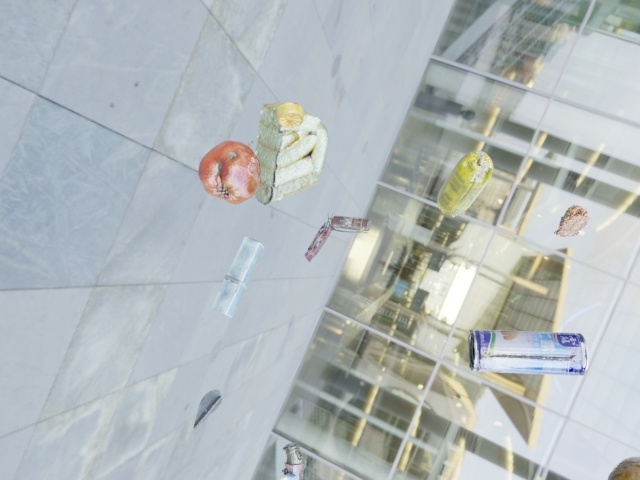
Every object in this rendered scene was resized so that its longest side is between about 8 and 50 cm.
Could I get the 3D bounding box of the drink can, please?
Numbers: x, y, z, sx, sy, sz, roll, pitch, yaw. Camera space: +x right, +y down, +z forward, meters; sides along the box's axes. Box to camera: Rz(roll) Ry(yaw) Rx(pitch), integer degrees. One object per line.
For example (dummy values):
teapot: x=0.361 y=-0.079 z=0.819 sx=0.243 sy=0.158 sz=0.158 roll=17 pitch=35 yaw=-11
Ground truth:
drink can: x=0.455 y=0.249 z=1.058 sx=0.097 sy=0.235 sz=0.097 roll=-1 pitch=90 yaw=-80

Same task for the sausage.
sausage: x=0.501 y=-0.192 z=1.664 sx=0.123 sy=0.123 sz=0.347 roll=-61 pitch=174 yaw=-26

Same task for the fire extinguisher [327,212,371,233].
fire extinguisher: x=0.092 y=-0.058 z=1.597 sx=0.043 sy=0.158 sz=0.064 roll=22 pitch=77 yaw=-63

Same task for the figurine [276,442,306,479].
figurine: x=-0.070 y=0.638 z=1.237 sx=0.114 sy=0.108 sz=0.196 roll=83 pitch=-6 yaw=-75

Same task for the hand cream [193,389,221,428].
hand cream: x=-0.361 y=0.534 z=1.537 sx=0.120 sy=0.061 sz=0.270 roll=-48 pitch=179 yaw=-16

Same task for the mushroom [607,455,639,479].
mushroom: x=0.647 y=0.620 z=0.992 sx=0.345 sy=0.259 sz=0.346 roll=0 pitch=89 yaw=-39

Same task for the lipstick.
lipstick: x=-0.294 y=0.129 z=1.710 sx=0.290 sy=0.076 sz=0.077 roll=-65 pitch=163 yaw=-13

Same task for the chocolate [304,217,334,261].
chocolate: x=0.000 y=0.000 z=1.777 sx=0.183 sy=0.028 sz=0.086 roll=-56 pitch=155 yaw=-14

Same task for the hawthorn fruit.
hawthorn fruit: x=-0.285 y=-0.255 z=1.601 sx=0.207 sy=0.207 sz=0.243 roll=92 pitch=19 yaw=-62

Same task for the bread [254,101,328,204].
bread: x=-0.111 y=-0.337 z=1.912 sx=0.263 sy=0.239 sz=0.396 roll=-5 pitch=114 yaw=-32

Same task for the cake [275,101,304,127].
cake: x=-0.088 y=-0.366 z=1.383 sx=0.084 sy=0.084 sz=0.044 roll=88 pitch=-2 yaw=-66

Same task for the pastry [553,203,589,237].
pastry: x=0.811 y=-0.064 z=1.529 sx=0.169 sy=0.087 sz=0.063 roll=63 pitch=32 yaw=-67
